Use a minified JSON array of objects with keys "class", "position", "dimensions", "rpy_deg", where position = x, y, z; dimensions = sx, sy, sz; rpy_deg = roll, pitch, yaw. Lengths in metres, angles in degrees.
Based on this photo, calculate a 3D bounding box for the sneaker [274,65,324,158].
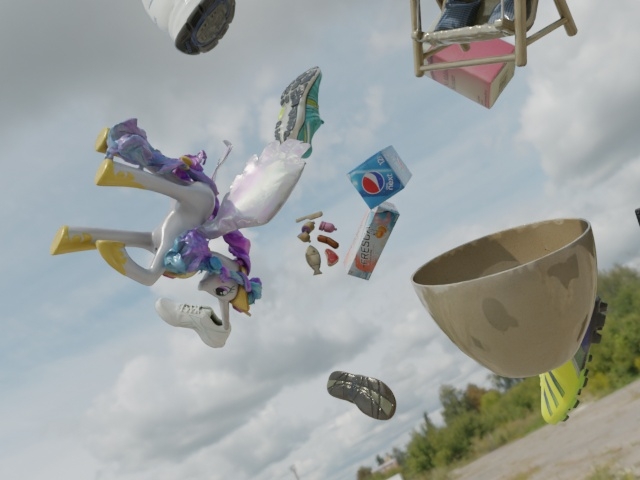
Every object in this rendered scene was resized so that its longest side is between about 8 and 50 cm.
[{"class":"sneaker","position":[-0.044,-0.333,1.679],"dimensions":[0.107,0.275,0.110],"rpy_deg":[-13,-37,43]}]

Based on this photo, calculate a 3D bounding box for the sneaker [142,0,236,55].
[{"class":"sneaker","position":[-0.144,-0.412,0.912],"dimensions":[0.297,0.129,0.111],"rpy_deg":[-51,-16,1]}]

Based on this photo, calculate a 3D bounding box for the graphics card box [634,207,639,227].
[{"class":"graphics card box","position":[0.713,-0.073,0.983],"dimensions":[0.233,0.094,0.371],"rpy_deg":[-7,-11,-40]}]

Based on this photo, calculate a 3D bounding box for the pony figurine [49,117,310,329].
[{"class":"pony figurine","position":[-0.220,-0.054,1.116],"dimensions":[0.363,0.350,0.303],"rpy_deg":[26,-13,-34]}]

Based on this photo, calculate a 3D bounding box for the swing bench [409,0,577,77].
[{"class":"swing bench","position":[0.267,-0.437,1.114],"dimensions":[0.165,0.254,0.253],"rpy_deg":[-34,25,-28]}]

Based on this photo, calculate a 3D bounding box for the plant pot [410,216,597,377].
[{"class":"plant pot","position":[0.307,0.102,1.019],"dimensions":[0.284,0.190,0.284],"rpy_deg":[-20,7,3]}]

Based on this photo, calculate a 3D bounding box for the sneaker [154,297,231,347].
[{"class":"sneaker","position":[-0.234,0.140,1.204],"dimensions":[0.061,0.152,0.053],"rpy_deg":[-56,9,30]}]

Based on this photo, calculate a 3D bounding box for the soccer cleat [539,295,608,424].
[{"class":"soccer cleat","position":[0.442,0.214,1.203],"dimensions":[0.093,0.121,0.289],"rpy_deg":[-42,-38,-54]}]

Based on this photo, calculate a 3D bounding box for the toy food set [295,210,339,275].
[{"class":"toy food set","position":[0.000,0.000,1.212],"dimensions":[0.078,0.122,0.019],"rpy_deg":[-19,-22,-12]}]

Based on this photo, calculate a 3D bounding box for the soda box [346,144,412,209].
[{"class":"soda box","position":[0.104,-0.111,1.094],"dimensions":[0.067,0.071,0.210],"rpy_deg":[-34,3,16]}]

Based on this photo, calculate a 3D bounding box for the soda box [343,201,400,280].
[{"class":"soda box","position":[0.115,-0.002,1.487],"dimensions":[0.058,0.063,0.183],"rpy_deg":[16,-67,-15]}]

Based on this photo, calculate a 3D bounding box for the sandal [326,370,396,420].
[{"class":"sandal","position":[0.105,0.376,1.574],"dimensions":[0.219,0.090,0.060],"rpy_deg":[5,-18,47]}]

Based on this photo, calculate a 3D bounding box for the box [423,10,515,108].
[{"class":"box","position":[0.386,-0.477,1.715],"dimensions":[0.126,0.232,0.148],"rpy_deg":[-55,-20,-5]}]
